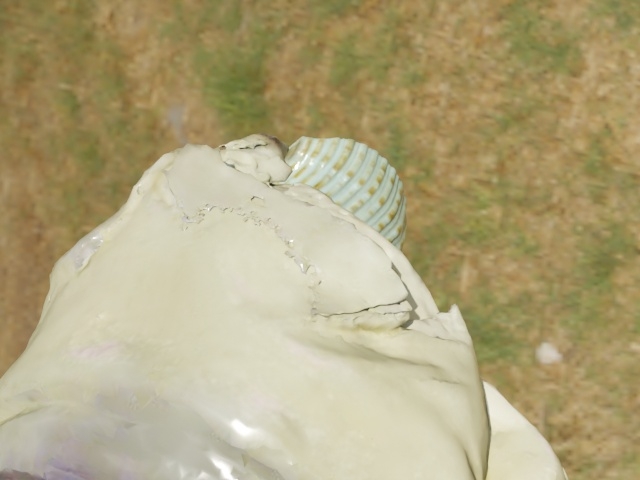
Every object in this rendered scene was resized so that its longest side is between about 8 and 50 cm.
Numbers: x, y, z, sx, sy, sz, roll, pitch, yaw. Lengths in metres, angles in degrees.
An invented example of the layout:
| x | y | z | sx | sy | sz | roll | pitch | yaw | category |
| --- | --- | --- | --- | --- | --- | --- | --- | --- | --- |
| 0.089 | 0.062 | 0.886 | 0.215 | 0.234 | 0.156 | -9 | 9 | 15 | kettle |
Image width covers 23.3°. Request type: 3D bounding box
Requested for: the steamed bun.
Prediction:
| x | y | z | sx | sy | sz | roll | pitch | yaw | category |
| --- | --- | --- | --- | --- | --- | --- | --- | --- | --- |
| -0.063 | 0.155 | 0.765 | 0.347 | 0.237 | 0.394 | -7 | 102 | 28 | steamed bun |

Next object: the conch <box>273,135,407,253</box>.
| x | y | z | sx | sy | sz | roll | pitch | yaw | category |
| --- | --- | --- | --- | --- | --- | --- | --- | --- | --- |
| 0.002 | 0.006 | 1.113 | 0.153 | 0.135 | 0.102 | 92 | 165 | -54 | conch |
